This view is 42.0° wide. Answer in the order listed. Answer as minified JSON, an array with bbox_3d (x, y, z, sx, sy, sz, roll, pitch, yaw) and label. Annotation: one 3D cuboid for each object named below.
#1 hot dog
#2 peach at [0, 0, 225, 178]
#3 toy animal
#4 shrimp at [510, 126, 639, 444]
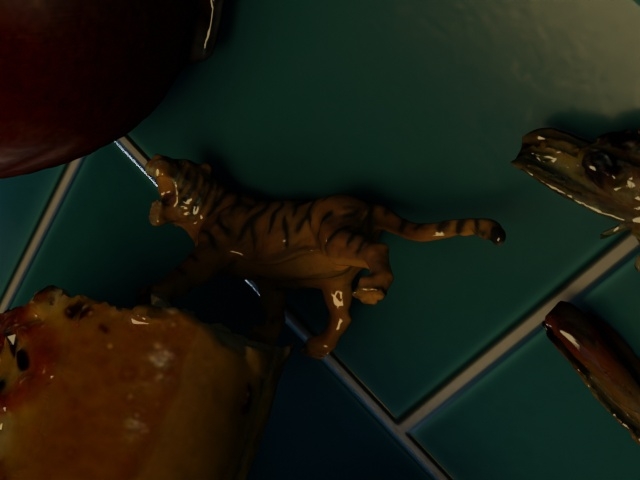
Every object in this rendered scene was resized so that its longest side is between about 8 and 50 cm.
[{"bbox_3d":[-0.201,0.220,0.534,0.196,0.366,0.367,25,157,-24],"label":"hot dog"},{"bbox_3d":[-0.247,-0.217,0.486,0.339,0.353,0.416,6,156,39],"label":"peach"},{"bbox_3d":[0.003,0.004,0.533,0.255,0.116,0.114,-2,153,30],"label":"toy animal"},{"bbox_3d":[0.195,0.045,0.444,0.253,0.058,0.173,35,135,12],"label":"shrimp"}]
